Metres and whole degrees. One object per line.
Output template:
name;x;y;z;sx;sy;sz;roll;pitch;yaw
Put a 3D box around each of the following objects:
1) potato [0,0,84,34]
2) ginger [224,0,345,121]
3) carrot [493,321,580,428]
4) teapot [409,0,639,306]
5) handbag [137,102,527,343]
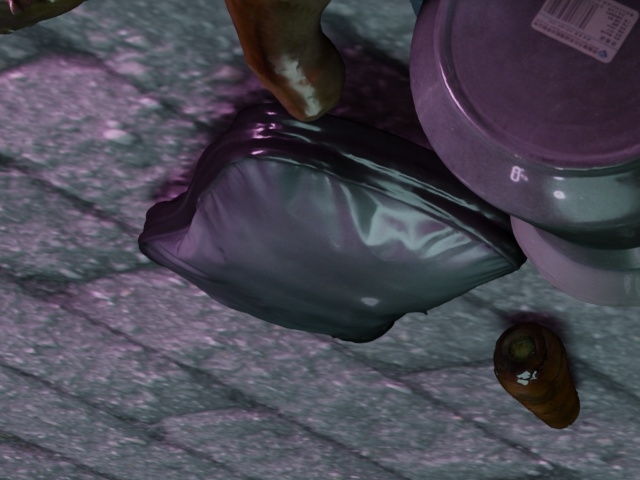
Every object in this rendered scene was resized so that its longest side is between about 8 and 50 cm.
potato;-0.146;-0.139;0.959;0.100;0.089;0.172;4;154;7
ginger;0.010;-0.181;0.812;0.166;0.080;0.333;42;150;-4
carrot;0.168;0.105;1.434;0.055;0.055;0.161;2;162;17
teapot;0.130;-0.069;0.947;0.203;0.171;0.225;36;172;22
handbag;-0.001;0.001;1.195;0.191;0.075;0.332;21;161;-12
